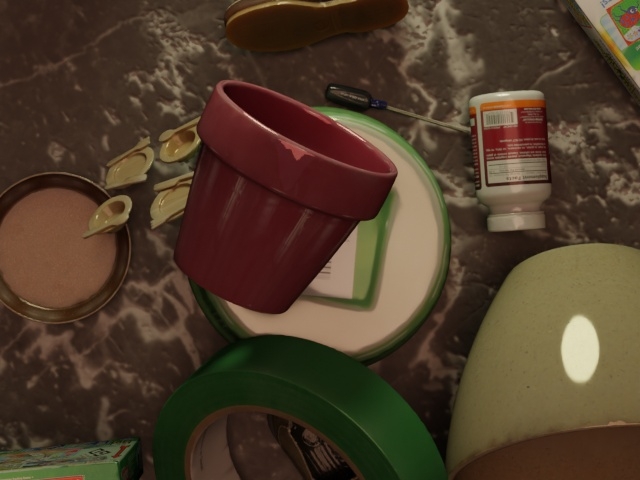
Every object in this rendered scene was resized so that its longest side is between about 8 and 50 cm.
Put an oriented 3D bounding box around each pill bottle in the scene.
[{"bbox_3d":[0.212,-0.087,1.901,0.086,0.086,0.152,-4,90,-3],"label":"pill bottle"}]

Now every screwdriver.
[{"bbox_3d":[0.088,-0.149,1.932,0.170,0.024,0.025,12,60,-9],"label":"screwdriver"}]

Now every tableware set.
[{"bbox_3d":[-0.184,-0.065,1.846,0.141,0.169,0.020,-21,129,22],"label":"tableware set"}]

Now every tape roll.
[{"bbox_3d":[-0.022,0.254,1.793,0.321,0.077,0.321,16,125,25],"label":"tape roll"}]

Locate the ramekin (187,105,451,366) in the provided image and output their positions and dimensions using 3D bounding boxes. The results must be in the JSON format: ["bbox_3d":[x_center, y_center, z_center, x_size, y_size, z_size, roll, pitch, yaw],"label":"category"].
[{"bbox_3d":[0.000,0.000,1.858,0.303,0.148,0.303,0,89,-3],"label":"ramekin"}]

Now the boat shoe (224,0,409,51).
[{"bbox_3d":[-0.007,-0.263,1.906,0.207,0.073,0.073,-9,52,-6],"label":"boat shoe"}]

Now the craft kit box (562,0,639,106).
[{"bbox_3d":[0.430,-0.268,1.930,0.250,0.061,0.247,-36,89,-2],"label":"craft kit box"}]

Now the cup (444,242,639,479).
[{"bbox_3d":[0.290,0.144,1.815,0.331,0.331,0.237,0,63,-3],"label":"cup"}]

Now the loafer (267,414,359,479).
[{"bbox_3d":[0.031,0.272,1.887,0.094,0.087,0.251,-42,91,-2],"label":"loafer"}]

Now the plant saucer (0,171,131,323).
[{"bbox_3d":[-0.294,0.009,1.905,0.168,0.029,0.168,0,88,-3],"label":"plant saucer"}]

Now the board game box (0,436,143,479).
[{"bbox_3d":[-0.298,0.244,1.758,0.213,0.317,0.046,-4,88,-3],"label":"board game box"}]

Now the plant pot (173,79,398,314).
[{"bbox_3d":[-0.050,-0.035,1.695,0.201,0.201,0.180,27,103,-2],"label":"plant pot"}]
